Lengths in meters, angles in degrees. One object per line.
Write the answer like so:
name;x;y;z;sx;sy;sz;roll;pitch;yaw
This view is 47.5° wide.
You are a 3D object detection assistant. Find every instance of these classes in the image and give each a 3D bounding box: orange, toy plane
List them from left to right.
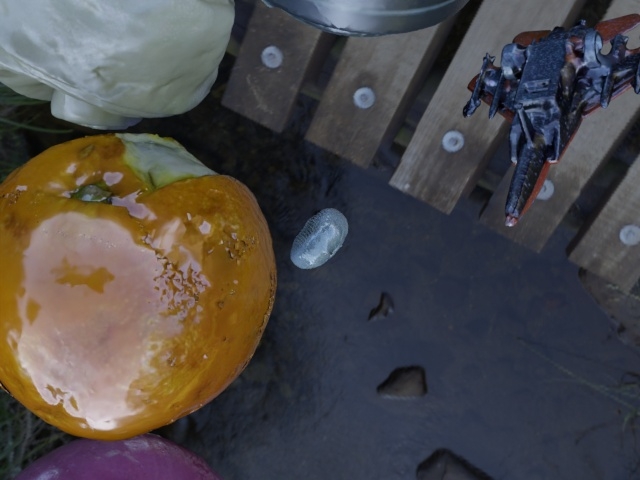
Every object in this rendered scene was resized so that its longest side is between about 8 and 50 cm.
orange;-0.155;0.031;0.578;0.239;0.240;0.240;6;111;17
toy plane;0.137;-0.082;0.444;0.130;0.189;0.061;1;129;34

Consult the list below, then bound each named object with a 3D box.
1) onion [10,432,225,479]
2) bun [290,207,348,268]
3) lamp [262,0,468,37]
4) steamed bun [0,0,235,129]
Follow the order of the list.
onion;-0.233;0.425;0.852;0.345;0.358;0.359;42;127;49
bun;0.000;0.000;0.868;0.045;0.083;0.083;38;118;-12
lamp;0.049;-0.272;0.480;0.373;0.205;0.272;14;143;22
steamed bun;-0.264;-0.261;0.899;0.351;0.339;0.248;-3;117;8
